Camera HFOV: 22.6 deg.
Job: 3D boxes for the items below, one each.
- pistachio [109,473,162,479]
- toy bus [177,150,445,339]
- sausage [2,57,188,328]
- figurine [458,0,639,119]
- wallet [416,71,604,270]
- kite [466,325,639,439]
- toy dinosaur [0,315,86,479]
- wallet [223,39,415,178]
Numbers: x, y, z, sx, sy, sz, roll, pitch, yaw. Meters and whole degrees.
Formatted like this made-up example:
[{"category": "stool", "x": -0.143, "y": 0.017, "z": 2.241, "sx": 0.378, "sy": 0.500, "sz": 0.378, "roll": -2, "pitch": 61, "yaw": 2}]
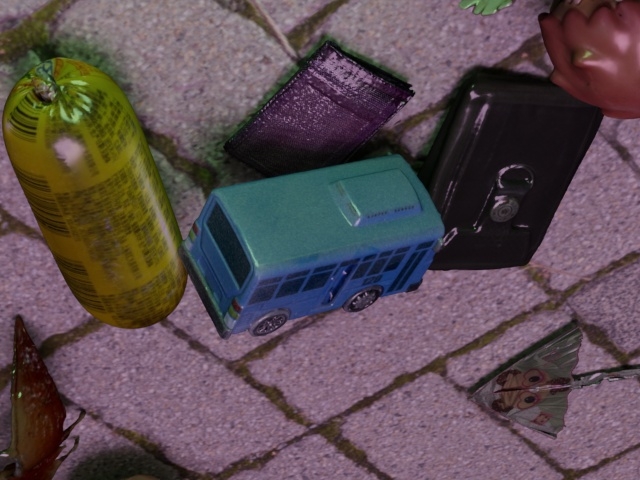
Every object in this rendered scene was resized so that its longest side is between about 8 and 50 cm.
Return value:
[{"category": "pistachio", "x": -0.231, "y": 0.404, "z": 1.935, "sx": 0.193, "sy": 0.214, "sz": 0.318, "roll": -41, "pitch": 158, "yaw": -31}, {"category": "toy bus", "x": 0.000, "y": 0.000, "z": 1.525, "sx": 0.234, "sy": 0.116, "sz": 0.133, "roll": -13, "pitch": 150, "yaw": -32}, {"category": "sausage", "x": -0.206, "y": -0.036, "z": 1.499, "sx": 0.123, "sy": 0.123, "sz": 0.347, "roll": -12, "pitch": 138, "yaw": 2}, {"category": "figurine", "x": 0.251, "y": -0.208, "z": 1.388, "sx": 0.387, "sy": 0.166, "sz": 0.207, "roll": 28, "pitch": 159, "yaw": -37}, {"category": "wallet", "x": 0.177, "y": -0.062, "z": 1.602, "sx": 0.169, "sy": 0.052, "sz": 0.245, "roll": 5, "pitch": 133, "yaw": -20}, {"category": "kite", "x": 0.295, "y": 0.170, "z": 1.897, "sx": 0.250, "sy": 0.012, "sz": 0.229, "roll": -7, "pitch": 141, "yaw": -3}, {"category": "toy dinosaur", "x": -0.355, "y": 0.242, "z": 1.789, "sx": 0.206, "sy": 0.113, "sz": 0.327, "roll": -42, "pitch": 164, "yaw": -18}, {"category": "wallet", "x": -0.003, "y": -0.112, "z": 1.523, "sx": 0.111, "sy": 0.030, "sz": 0.166, "roll": 23, "pitch": 129, "yaw": -32}]
